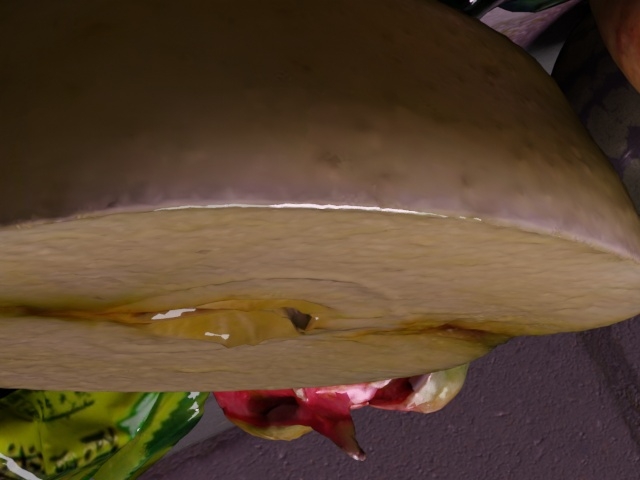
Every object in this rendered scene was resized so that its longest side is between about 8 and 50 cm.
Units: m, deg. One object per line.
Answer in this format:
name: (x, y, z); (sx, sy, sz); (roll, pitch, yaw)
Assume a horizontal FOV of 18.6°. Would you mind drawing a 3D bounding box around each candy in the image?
candy: (-0.193, 0.138, 1.303); (0.246, 0.069, 0.149); (-16, 157, -46)

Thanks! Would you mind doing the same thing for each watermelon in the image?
watermelon: (0.280, -0.104, 1.542); (0.212, 0.212, 0.212); (-27, 170, -5)

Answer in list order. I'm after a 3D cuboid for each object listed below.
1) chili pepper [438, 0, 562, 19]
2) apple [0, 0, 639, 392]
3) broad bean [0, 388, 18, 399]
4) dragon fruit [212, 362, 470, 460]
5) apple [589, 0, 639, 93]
chili pepper: (0.096, -0.161, 1.034); (0.265, 0.116, 0.148); (-21, 171, -29)
apple: (-0.047, 0.003, 0.921); (0.360, 0.320, 0.311); (3, 120, -30)
broad bean: (-0.220, 0.072, 1.374); (0.291, 0.119, 0.238); (-17, 164, -42)
dragon fruit: (0.004, -0.007, 1.200); (0.303, 0.231, 0.237); (-22, -162, 32)
apple: (0.282, -0.166, 1.127); (0.194, 0.260, 0.261); (17, 141, -38)
